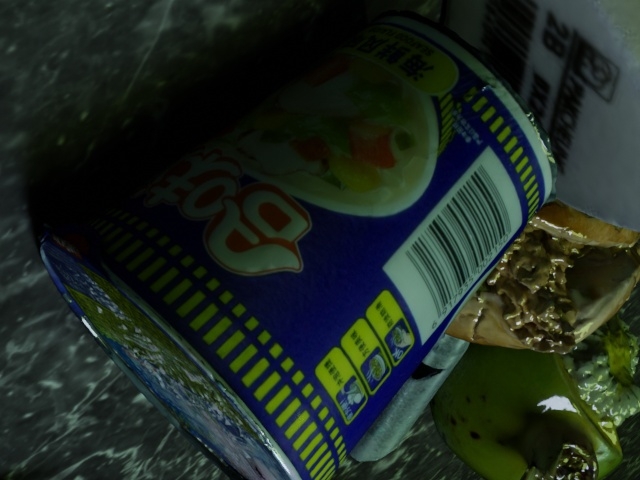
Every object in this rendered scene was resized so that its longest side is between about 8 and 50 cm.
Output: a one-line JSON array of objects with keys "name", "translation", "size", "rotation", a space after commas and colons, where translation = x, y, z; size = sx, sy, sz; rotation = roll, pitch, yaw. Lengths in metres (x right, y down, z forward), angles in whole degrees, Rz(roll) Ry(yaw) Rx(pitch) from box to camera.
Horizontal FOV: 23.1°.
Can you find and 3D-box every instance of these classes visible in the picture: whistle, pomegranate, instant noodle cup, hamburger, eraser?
[{"name": "whistle", "translation": [0.101, 0.163, 1.770], "size": [0.062, 0.062, 0.312], "rotation": [-27, 158, -32]}, {"name": "pomegranate", "translation": [0.248, 0.188, 1.785], "size": [0.260, 0.260, 0.341], "rotation": [-55, -168, 28]}, {"name": "instant noodle cup", "translation": [0.000, 0.000, 1.137], "size": [0.312, 0.284, 0.284], "rotation": [-43, 158, -17]}, {"name": "hamburger", "translation": [0.167, 0.002, 1.371], "size": [0.243, 0.286, 0.146], "rotation": [-3, 108, -19]}, {"name": "eraser", "translation": [0.214, -0.178, 1.198], "size": [0.150, 0.331, 0.331], "rotation": [-30, 154, -22]}]
